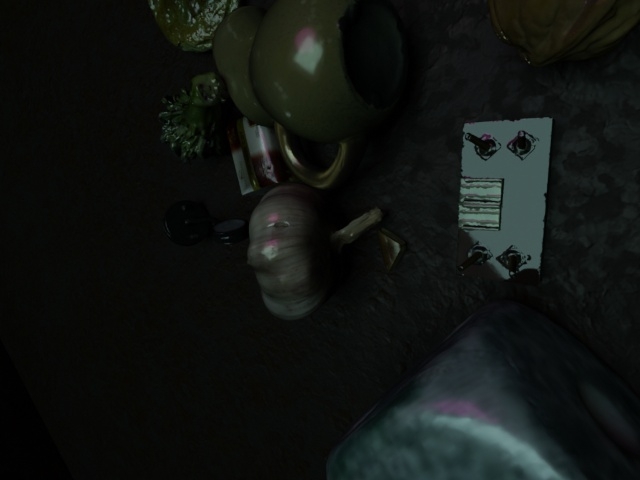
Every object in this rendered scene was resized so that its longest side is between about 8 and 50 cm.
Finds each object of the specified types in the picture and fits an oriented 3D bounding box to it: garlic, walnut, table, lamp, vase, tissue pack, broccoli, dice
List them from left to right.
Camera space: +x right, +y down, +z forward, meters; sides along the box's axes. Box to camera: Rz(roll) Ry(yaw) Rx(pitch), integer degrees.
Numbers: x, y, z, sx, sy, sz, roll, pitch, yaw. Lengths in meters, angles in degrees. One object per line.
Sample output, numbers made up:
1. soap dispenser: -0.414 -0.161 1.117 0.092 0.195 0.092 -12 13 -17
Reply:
1. broccoli: -0.244 -0.257 0.820 0.304 0.146 0.164 179 89 -67
2. lamp: -0.228 -0.015 0.870 0.371 0.130 0.108 14 120 48
3. tissue pack: -0.114 -0.175 0.833 0.106 0.099 0.148 -15 89 34
4. vase: -0.018 -0.243 0.696 0.302 0.241 0.329 11 118 43
5. garlic: 0.000 0.000 0.742 0.253 0.245 0.245 -17 88 5
6. dice: 0.230 0.308 0.544 0.328 0.330 0.348 48 122 19
7. table: 0.258 -0.054 0.596 0.122 0.111 0.240 5 101 34
8. walnut: 0.302 -0.329 0.475 0.198 0.198 0.244 27 111 28

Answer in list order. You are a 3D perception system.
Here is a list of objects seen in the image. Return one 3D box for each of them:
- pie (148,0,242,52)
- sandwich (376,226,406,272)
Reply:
1. pie: -0.280 -0.552 0.896 0.277 0.079 0.276 7 103 35
2. sandwich: 0.133 0.013 0.740 0.044 0.031 0.083 -14 89 37
